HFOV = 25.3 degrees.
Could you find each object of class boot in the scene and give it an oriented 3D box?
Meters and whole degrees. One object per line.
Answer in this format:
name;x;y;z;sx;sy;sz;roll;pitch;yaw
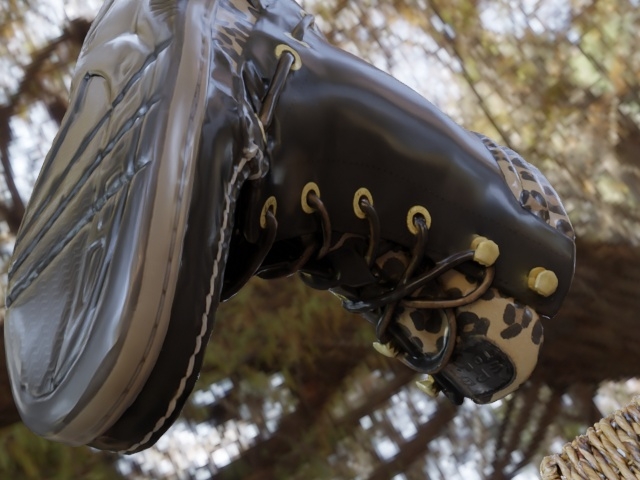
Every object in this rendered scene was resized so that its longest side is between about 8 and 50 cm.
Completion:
boot;0.000;0.000;0.741;0.284;0.377;0.138;32;-61;-22

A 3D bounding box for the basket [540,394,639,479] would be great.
basket;0.387;0.288;1.352;0.223;0.299;0.213;-39;-49;5
